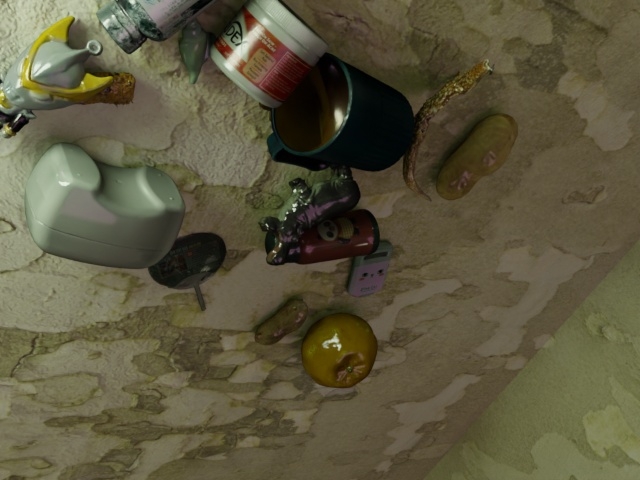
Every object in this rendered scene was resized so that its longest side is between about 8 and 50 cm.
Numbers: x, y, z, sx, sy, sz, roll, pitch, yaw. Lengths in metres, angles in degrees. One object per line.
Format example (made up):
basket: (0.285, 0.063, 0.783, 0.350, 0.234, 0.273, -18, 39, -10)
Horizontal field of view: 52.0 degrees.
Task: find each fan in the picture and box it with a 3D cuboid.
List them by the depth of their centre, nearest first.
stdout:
fan: (-0.395, 0.094, 1.893, 0.223, 0.012, 0.294, 3, 126, -33)

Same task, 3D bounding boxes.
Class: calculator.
calculator: (0.165, 0.094, 2.214, 0.141, 0.045, 0.246, -9, 132, -25)

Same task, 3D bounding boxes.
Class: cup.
cup: (0.050, -0.275, 1.618, 0.292, 0.242, 0.307, 6, 120, -50)

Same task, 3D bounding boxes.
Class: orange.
orange: (0.069, 0.388, 2.289, 0.279, 0.235, 0.279, -15, 127, -21)

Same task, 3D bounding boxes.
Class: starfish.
starfish: (0.308, -0.308, 1.721, 0.132, 0.384, 0.398, 22, 111, 2)

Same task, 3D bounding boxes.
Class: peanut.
peanut: (0.476, -0.250, 2.005, 0.148, 0.147, 0.319, 25, 114, -44)
peanut: (-0.126, 0.276, 2.170, 0.214, 0.099, 0.099, -37, 138, 2)

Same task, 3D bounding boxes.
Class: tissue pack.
tissue pack: (-0.504, -0.059, 1.518, 0.333, 0.229, 0.236, 14, 118, -40)

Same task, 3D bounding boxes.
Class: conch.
conch: (-0.276, -0.432, 1.446, 0.065, 0.088, 0.180, 18, 138, 9)

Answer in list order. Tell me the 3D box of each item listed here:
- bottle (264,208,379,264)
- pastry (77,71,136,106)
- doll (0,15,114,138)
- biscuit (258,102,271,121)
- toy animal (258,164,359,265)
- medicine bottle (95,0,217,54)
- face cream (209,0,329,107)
bottle: (0.000, 0.000, 1.951, 0.336, 0.144, 0.144, -11, 133, -23)
pastry: (-0.474, -0.329, 1.418, 0.140, 0.056, 0.080, -5, 132, -33)
doll: (-0.580, -0.319, 1.326, 0.316, 0.145, 0.103, -31, 165, 5)
biscuit: (-0.055, -0.377, 1.644, 0.205, 0.031, 0.138, -35, 148, 2)
toy animal: (-0.047, -0.087, 1.820, 0.343, 0.106, 0.168, -39, 99, -9)
medicine bottle: (-0.299, -0.496, 1.303, 0.293, 0.141, 0.141, -36, 138, 4)
face cream: (-0.114, -0.421, 1.441, 0.187, 0.201, 0.201, -47, 136, 15)
